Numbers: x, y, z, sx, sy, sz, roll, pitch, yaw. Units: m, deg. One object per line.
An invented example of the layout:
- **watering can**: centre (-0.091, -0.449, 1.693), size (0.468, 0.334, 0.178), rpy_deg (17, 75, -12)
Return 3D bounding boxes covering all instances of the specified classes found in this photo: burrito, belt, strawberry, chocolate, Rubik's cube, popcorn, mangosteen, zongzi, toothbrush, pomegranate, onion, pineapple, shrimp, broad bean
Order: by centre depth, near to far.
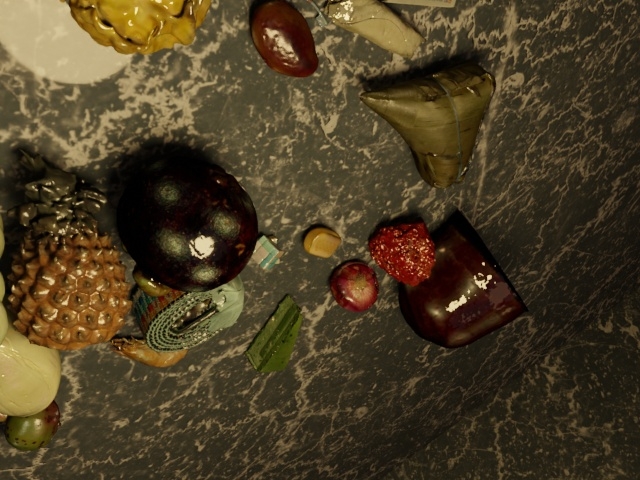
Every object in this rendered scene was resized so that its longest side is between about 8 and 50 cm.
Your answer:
- **popcorn**: centre (-0.267, -0.397, 0.815), size (0.250, 0.190, 0.250), rpy_deg (-21, 141, -18)
- **pineapple**: centre (-0.467, 0.007, 0.995), size (0.223, 0.223, 0.357), rpy_deg (-10, 112, -31)
- **toothbrush**: centre (-0.040, -0.482, 1.040), size (0.019, 0.013, 0.193), rpy_deg (-39, 139, 10)
- **broad bean**: centre (-0.069, -0.388, 1.049), size (0.114, 0.084, 0.165), rpy_deg (-48, 134, -17)
- **mangosteen**: centre (-0.266, -0.021, 1.061), size (0.288, 0.288, 0.288), rpy_deg (-20, 134, -22)
- **burrito**: centre (0.126, -0.455, 1.151), size (0.275, 0.059, 0.082), rpy_deg (12, 125, -43)
- **pomegranate**: centre (-0.679, 0.407, 1.241), size (0.129, 0.159, 0.129), rpy_deg (-64, 177, -5)
- **belt**: centre (-0.301, 0.143, 1.266), size (0.257, 0.150, 0.207), rpy_deg (-32, 146, -9)
- **zongzi**: centre (0.232, -0.252, 1.322), size (0.360, 0.160, 0.323), rpy_deg (-18, 132, -25)
- **shrimp**: centre (-0.416, 0.253, 1.343), size (0.133, 0.053, 0.236), rpy_deg (-48, 141, 10)
- **Rubik's cube**: centre (-0.134, 0.027, 1.353), size (0.075, 0.084, 0.073), rpy_deg (-31, 167, 12)
- **strawberry**: centre (0.243, 0.036, 1.549), size (0.184, 0.201, 0.187), rpy_deg (-29, 159, 23)
- **onion**: centre (0.093, 0.141, 1.593), size (0.150, 0.150, 0.140), rpy_deg (-23, 171, -20)
- **chocolate**: centre (0.410, 0.153, 1.691), size (0.331, 0.384, 0.383), rpy_deg (-36, 140, 17)

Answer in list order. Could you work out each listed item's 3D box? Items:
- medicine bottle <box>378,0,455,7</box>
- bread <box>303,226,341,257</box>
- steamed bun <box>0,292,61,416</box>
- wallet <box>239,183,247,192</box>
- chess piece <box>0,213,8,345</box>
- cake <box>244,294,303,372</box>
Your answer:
- **medicine bottle**: centre (0.220, -0.577, 1.125), size (0.201, 0.052, 0.171), rpy_deg (-11, 130, -30)
- **bread**: centre (0.000, 0.000, 1.439), size (0.115, 0.056, 0.082), rpy_deg (14, 115, -50)
- **steamed bun**: centre (-0.610, 0.220, 1.062), size (0.155, 0.200, 0.250), rpy_deg (-36, 140, -8)
- **wallet**: centre (-0.243, -0.051, 1.235), size (0.190, 0.033, 0.095), rpy_deg (-37, 136, -7)
- **chess piece**: centre (-0.586, 0.065, 0.855), size (0.182, 0.330, 0.182), rpy_deg (-21, 135, -22)
- **cake**: centre (-0.108, 0.269, 1.550), size (0.099, 0.100, 0.235), rpy_deg (17, 113, -45)
